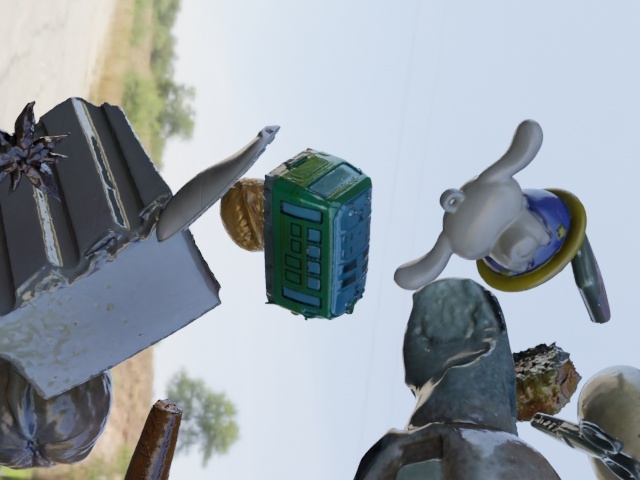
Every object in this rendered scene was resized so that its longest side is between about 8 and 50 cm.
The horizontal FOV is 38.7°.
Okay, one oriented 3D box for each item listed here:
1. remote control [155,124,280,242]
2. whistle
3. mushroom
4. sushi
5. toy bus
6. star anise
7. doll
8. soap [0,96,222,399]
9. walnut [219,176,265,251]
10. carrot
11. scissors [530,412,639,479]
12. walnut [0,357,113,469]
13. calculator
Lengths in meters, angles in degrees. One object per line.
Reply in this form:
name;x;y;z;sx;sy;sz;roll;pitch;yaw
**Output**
remote control;-0.134;-0.070;1.114;0.229;0.044;0.073;-39;-172;35
whistle;0.129;0.188;0.802;0.189;0.189;0.347;112;-12;-50
mushroom;0.637;0.370;1.817;0.315;0.315;0.356;139;-27;-71
sushi;0.552;0.375;2.384;0.274;0.139;0.184;-26;-164;39
toy bus;0.000;0.000;1.880;0.183;0.199;0.343;-39;141;-43
star anise;-0.358;-0.095;1.119;0.129;0.124;0.056;59;-4;-37
doll;0.268;0.007;1.387;0.159;0.311;0.242;55;8;34
soap;-0.379;-0.014;1.400;0.213;0.350;0.435;58;-2;-42
walnut;-0.157;-0.061;2.160;0.206;0.159;0.159;73;8;-46
carrot;-0.189;0.257;1.012;0.055;0.055;0.161;-129;-127;-72
scissors;0.431;0.330;1.521;0.041;0.138;0.289;-44;-167;-10
walnut;-0.487;0.275;1.595;0.248;0.248;0.248;-174;-90;-77
calculator;0.541;0.073;1.845;0.246;0.045;0.141;49;32;-51
